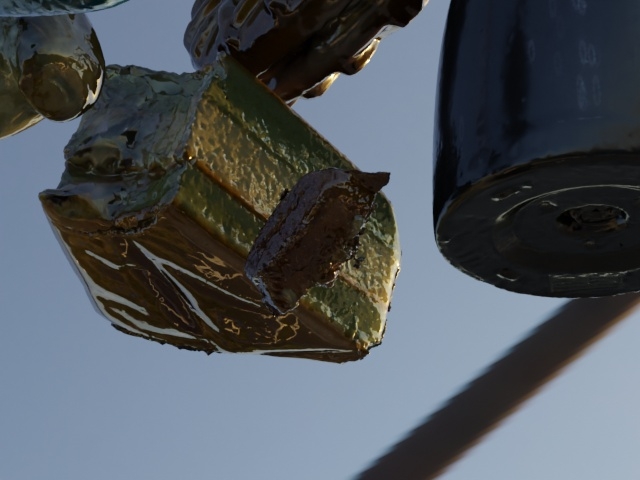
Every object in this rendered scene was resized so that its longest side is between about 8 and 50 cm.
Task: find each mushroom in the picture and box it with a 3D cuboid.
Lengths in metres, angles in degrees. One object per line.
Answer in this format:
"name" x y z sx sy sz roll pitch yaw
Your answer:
"mushroom" -0.276 -0.084 0.950 0.312 0.100 0.081 -10 -44 7

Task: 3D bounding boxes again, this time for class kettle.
"kettle" 0.178 -0.117 1.148 0.207 0.290 0.268 -4 -27 6

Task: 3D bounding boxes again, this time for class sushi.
"sushi" -0.001 -0.002 1.039 0.060 0.061 0.118 30 -57 -26

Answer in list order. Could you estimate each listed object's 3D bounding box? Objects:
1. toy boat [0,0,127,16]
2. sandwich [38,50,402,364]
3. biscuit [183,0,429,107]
"toy boat" -0.166 -0.118 0.403 0.092 0.298 0.134 -27 -62 -47
"sandwich" -0.064 -0.025 1.218 0.227 0.155 0.198 8 -31 14
"biscuit" 0.022 -0.242 1.308 0.103 0.332 0.332 40 -69 -19
